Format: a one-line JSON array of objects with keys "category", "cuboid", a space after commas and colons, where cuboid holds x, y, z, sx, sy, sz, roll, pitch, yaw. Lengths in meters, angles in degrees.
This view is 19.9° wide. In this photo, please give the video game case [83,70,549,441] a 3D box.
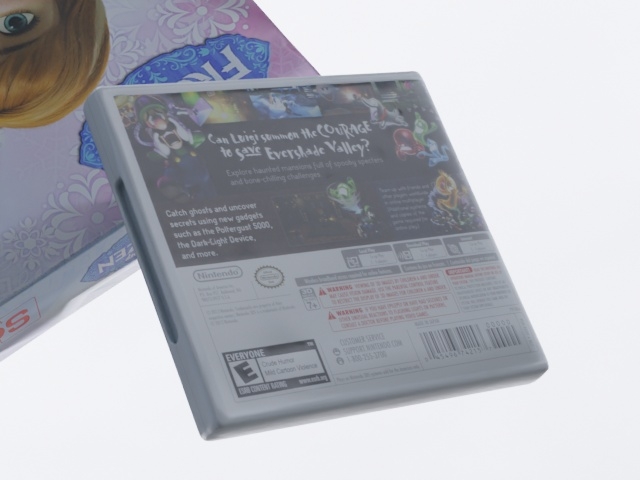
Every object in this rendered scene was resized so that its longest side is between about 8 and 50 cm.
[{"category": "video game case", "cuboid": [0.000, 0.000, 0.853, 0.190, 0.173, 0.022, -7, -25, -35]}]

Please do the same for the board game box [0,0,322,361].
[{"category": "board game box", "cuboid": [-0.213, -0.091, 0.950, 0.319, 0.318, 0.066, -35, -20, -17]}]
